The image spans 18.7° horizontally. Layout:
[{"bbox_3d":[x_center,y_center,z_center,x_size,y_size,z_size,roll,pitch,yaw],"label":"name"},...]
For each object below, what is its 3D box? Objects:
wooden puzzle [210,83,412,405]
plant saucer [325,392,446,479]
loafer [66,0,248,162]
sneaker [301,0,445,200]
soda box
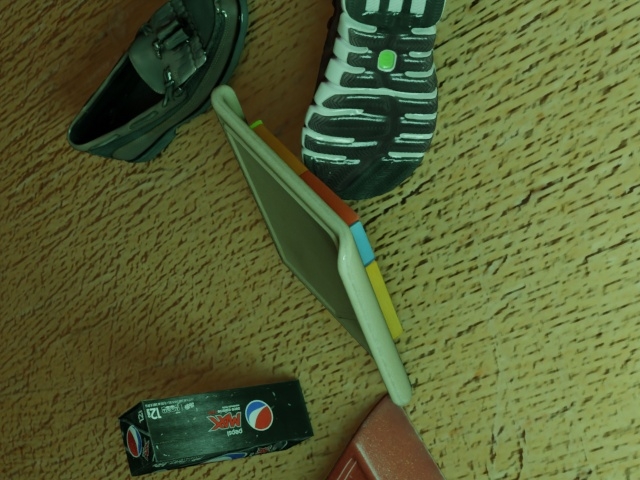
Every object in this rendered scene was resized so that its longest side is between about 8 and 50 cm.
[{"bbox_3d":[0.000,0.000,1.634,0.238,0.044,0.221,52,170,40],"label":"wooden puzzle"},{"bbox_3d":[0.051,0.309,1.674,0.259,0.048,0.258,58,137,31],"label":"plant saucer"},{"bbox_3d":[-0.159,-0.155,1.877,0.267,0.084,0.096,-48,56,46],"label":"loafer"},{"bbox_3d":[0.047,-0.176,1.601,0.162,0.106,0.281,-94,14,-45],"label":"sneaker"},{"bbox_3d":[-0.093,0.168,1.751,0.053,0.169,0.060,-34,67,53],"label":"soda box"}]
